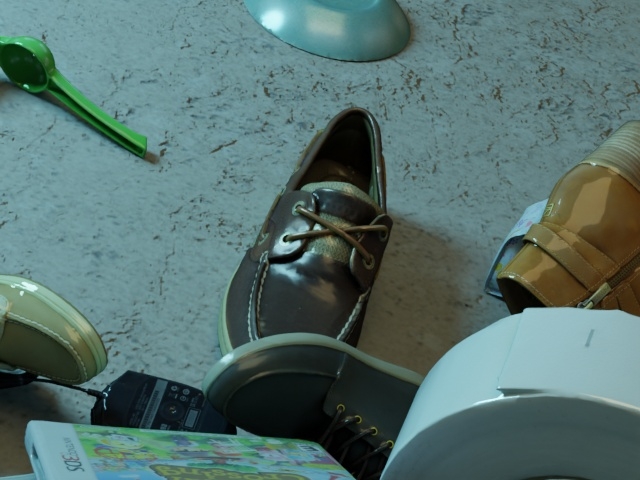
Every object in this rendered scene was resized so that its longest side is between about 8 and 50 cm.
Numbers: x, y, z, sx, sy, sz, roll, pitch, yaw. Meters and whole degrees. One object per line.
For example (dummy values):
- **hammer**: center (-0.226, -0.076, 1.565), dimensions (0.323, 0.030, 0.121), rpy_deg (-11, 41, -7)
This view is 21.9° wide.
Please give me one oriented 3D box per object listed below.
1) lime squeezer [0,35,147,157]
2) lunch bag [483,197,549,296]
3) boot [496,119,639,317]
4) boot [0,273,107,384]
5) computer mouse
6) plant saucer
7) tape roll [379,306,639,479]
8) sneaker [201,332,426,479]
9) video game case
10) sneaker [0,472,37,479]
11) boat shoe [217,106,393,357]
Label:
- **lime squeezer**: center (-0.315, -0.145, 1.535), dimensions (0.310, 0.059, 0.110), rpy_deg (9, 68, -15)
- **lunch bag**: center (0.192, 0.010, 1.512), dimensions (0.053, 0.083, 0.071), rpy_deg (26, 37, 10)
- **boot**: center (0.296, 0.057, 1.470), dimensions (0.220, 0.109, 0.283), rpy_deg (-47, 109, -28)
- **boot**: center (-0.278, 0.089, 1.190), dimensions (0.213, 0.077, 0.165), rpy_deg (20, 45, 22)
- **computer mouse**: center (-0.181, 0.124, 1.254), dimensions (0.242, 0.041, 0.071), rpy_deg (16, 47, 6)
- **plant saucer**: center (0.012, -0.268, 1.830), dimensions (0.195, 0.037, 0.195), rpy_deg (12, 38, -10)
- **tape roll**: center (0.181, 0.186, 1.115), dimensions (0.286, 0.286, 0.100), rpy_deg (23, 37, 6)
- **sneaker**: center (0.020, 0.144, 1.235), dimensions (0.222, 0.083, 0.118), rpy_deg (14, 36, -36)
- **video game case**: center (-0.080, 0.156, 1.084), dimensions (0.212, 0.023, 0.193), rpy_deg (7, 5, -15)
- **sneaker**: center (-0.127, 0.198, 1.119), dimensions (0.319, 0.112, 0.131), rpy_deg (7, 24, -26)
- **boat shoe**: center (0.000, 0.000, 1.408), dimensions (0.123, 0.123, 0.342), rpy_deg (20, 37, 2)
